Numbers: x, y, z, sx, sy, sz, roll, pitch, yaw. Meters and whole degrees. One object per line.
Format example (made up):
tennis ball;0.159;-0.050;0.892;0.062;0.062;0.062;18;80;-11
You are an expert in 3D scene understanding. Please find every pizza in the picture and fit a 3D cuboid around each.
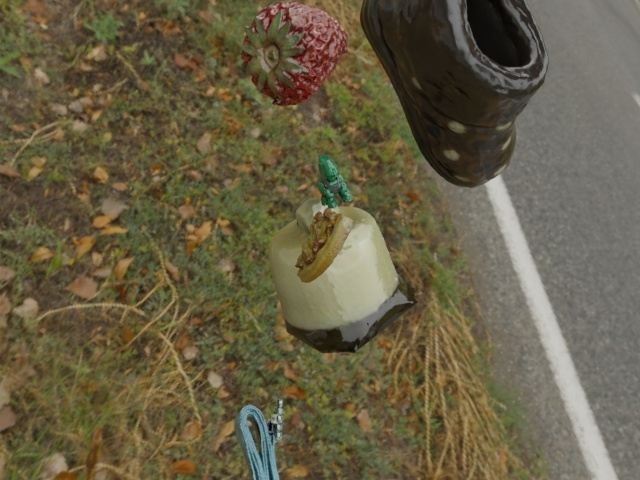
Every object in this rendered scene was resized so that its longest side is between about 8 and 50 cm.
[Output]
pizza;0.000;0.000;1.162;0.046;0.175;0.134;23;31;-18

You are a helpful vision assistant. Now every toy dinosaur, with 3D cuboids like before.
toy dinosaur;0.017;-0.115;1.176;0.132;0.059;0.096;-127;-164;-68

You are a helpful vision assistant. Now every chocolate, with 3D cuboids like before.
chocolate;0.030;0.061;1.568;0.314;0.326;0.297;-33;129;-27

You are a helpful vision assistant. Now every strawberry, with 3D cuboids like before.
strawberry;-0.031;-0.390;1.323;0.244;0.205;0.205;-26;79;-51

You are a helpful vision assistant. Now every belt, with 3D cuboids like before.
belt;-0.106;0.410;1.255;0.100;0.065;0.179;-6;65;-22

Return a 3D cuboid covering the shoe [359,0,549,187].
shoe;0.231;-0.235;0.957;0.171;0.237;0.384;-42;120;-16
